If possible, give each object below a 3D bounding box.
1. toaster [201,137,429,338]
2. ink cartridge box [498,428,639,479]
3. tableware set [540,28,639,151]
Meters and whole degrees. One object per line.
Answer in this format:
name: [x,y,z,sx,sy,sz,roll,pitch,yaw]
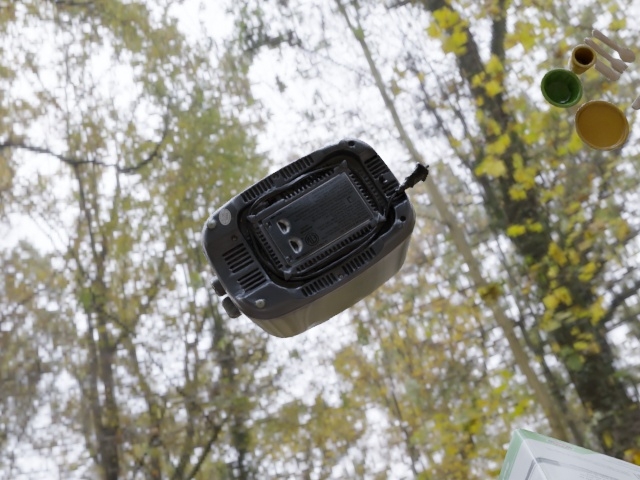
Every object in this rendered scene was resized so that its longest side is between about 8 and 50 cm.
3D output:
toaster: [0.000,0.000,0.958,0.227,0.129,0.146,-32,-17,-7]
ink cartridge box: [0.219,0.225,0.753,0.153,0.087,0.208,18,2,5]
tableware set: [0.268,-0.112,0.845,0.104,0.154,0.024,-47,-8,-17]
